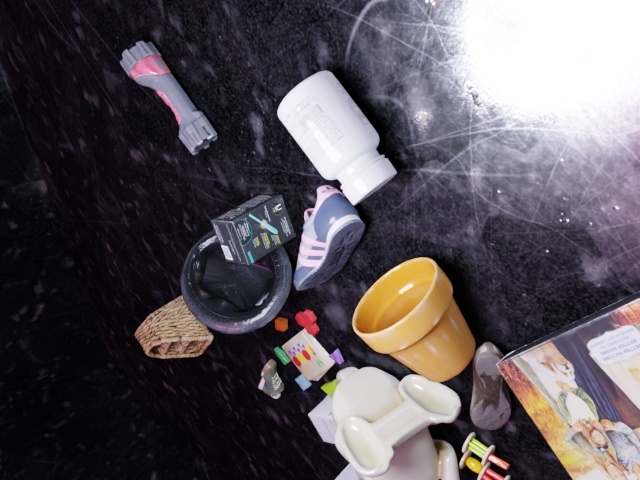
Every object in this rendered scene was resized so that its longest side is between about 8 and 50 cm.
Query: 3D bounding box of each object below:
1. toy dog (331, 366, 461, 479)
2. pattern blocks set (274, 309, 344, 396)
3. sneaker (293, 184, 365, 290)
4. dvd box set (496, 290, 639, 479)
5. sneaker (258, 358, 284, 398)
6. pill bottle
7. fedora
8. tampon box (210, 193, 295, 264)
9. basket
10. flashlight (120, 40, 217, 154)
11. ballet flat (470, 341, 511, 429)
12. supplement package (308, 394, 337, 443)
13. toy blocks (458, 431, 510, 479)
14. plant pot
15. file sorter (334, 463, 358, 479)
[{"bbox_3d":[0.160,0.546,1.299,0.395,0.284,0.408,20,133,48],"label":"toy dog"},{"bbox_3d":[-0.037,0.344,1.576,0.286,0.026,0.324,56,145,0],"label":"pattern blocks set"},{"bbox_3d":[0.000,0.000,1.216,0.131,0.112,0.319,61,145,22],"label":"sneaker"},{"bbox_3d":[0.510,0.317,0.813,0.421,0.062,0.308,58,141,13],"label":"dvd box set"},{"bbox_3d":[-0.158,0.481,1.802,0.086,0.064,0.192,35,140,15],"label":"sneaker"},{"bbox_3d":[0.035,-0.187,0.982,0.229,0.131,0.131,54,145,3],"label":"pill bottle"},{"bbox_3d":[-0.216,0.114,1.461,0.334,0.334,0.152,36,174,25],"label":"fedora"},{"bbox_3d":[-0.166,-0.031,1.313,0.101,0.161,0.121,6,121,47],"label":"tampon box"},{"bbox_3d":[-0.597,0.398,2.110,0.223,0.213,0.299,53,145,5],"label":"basket"},{"bbox_3d":[-0.395,-0.366,1.369,0.304,0.103,0.103,56,171,-2],"label":"flashlight"},{"bbox_3d":[0.346,0.301,1.081,0.084,0.058,0.250,-6,124,12],"label":"ballet flat"},{"bbox_3d":[0.069,0.522,1.528,0.179,0.105,0.105,-17,104,53],"label":"supplement package"},{"bbox_3d":[0.395,0.520,1.191,0.148,0.054,0.123,27,136,34],"label":"toy blocks"},{"bbox_3d":[0.200,0.170,1.039,0.188,0.205,0.205,47,147,-16],"label":"plant pot"},{"bbox_3d":[0.118,0.922,1.718,0.277,0.192,0.173,42,145,18],"label":"file sorter"}]
